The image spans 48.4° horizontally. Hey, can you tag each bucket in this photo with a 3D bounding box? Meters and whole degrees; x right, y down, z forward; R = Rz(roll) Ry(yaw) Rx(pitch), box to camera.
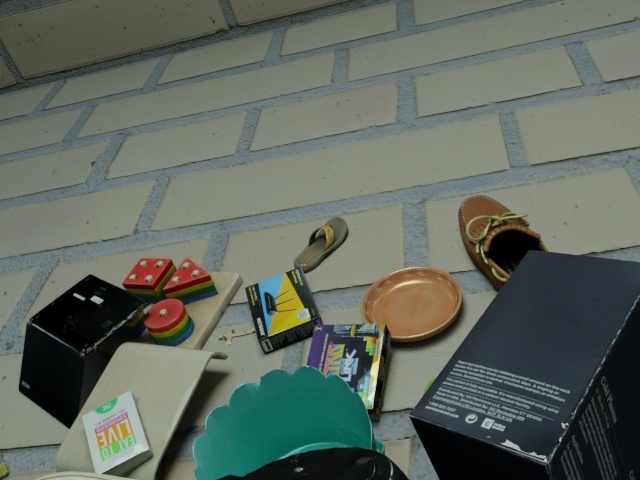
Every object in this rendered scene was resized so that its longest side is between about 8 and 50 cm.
[{"bbox_3d":[-0.034,0.348,1.077,0.281,0.183,0.281,-12,37,9],"label":"bucket"}]

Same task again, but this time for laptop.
[{"bbox_3d":[-0.503,0.224,1.503,0.234,0.136,0.264,17,47,39],"label":"laptop"}]

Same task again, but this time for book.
[{"bbox_3d":[-0.356,0.342,1.246,0.096,0.035,0.144,-29,42,-10],"label":"book"}]

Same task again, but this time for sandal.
[{"bbox_3d":[0.000,0.000,1.629,0.072,0.049,0.180,15,48,38],"label":"sandal"}]

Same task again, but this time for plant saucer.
[{"bbox_3d":[0.179,0.128,1.390,0.200,0.037,0.200,-13,36,9],"label":"plant saucer"}]

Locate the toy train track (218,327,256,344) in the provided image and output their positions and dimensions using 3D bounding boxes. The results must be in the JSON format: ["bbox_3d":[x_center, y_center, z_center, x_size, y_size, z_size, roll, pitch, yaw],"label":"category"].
[{"bbox_3d":[-0.175,0.193,1.488,0.083,0.014,0.048,-12,37,9],"label":"toy train track"}]

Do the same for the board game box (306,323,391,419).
[{"bbox_3d":[0.045,0.232,1.277,0.141,0.048,0.170,-3,51,20],"label":"board game box"}]

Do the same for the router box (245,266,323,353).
[{"bbox_3d":[-0.077,0.141,1.482,0.133,0.046,0.179,-21,36,-3],"label":"router box"}]

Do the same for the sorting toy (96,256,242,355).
[{"bbox_3d":[-0.346,0.137,1.574,0.256,0.089,0.257,1,40,26],"label":"sorting toy"}]

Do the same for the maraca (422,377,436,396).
[{"bbox_3d":[0.250,0.275,1.121,0.186,0.099,0.127,19,48,7],"label":"maraca"}]

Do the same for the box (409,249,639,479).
[{"bbox_3d":[0.313,0.244,0.905,0.179,0.343,0.312,8,43,45],"label":"box"}]

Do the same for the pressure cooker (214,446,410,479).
[{"bbox_3d":[-0.015,0.469,0.723,0.376,0.420,0.370,-18,0,-9],"label":"pressure cooker"}]

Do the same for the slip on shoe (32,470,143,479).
[{"bbox_3d":[-0.364,0.450,1.159,0.331,0.123,0.101,-1,44,17],"label":"slip on shoe"}]

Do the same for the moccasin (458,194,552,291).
[{"bbox_3d":[0.358,0.018,1.358,0.139,0.147,0.380,-16,36,4],"label":"moccasin"}]

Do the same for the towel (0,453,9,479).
[{"bbox_3d":[-0.639,0.444,1.375,0.060,0.009,0.083,-34,39,-18],"label":"towel"}]

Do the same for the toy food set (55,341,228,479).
[{"bbox_3d":[-0.328,0.328,1.335,0.220,0.092,0.306,2,49,26],"label":"toy food set"}]
